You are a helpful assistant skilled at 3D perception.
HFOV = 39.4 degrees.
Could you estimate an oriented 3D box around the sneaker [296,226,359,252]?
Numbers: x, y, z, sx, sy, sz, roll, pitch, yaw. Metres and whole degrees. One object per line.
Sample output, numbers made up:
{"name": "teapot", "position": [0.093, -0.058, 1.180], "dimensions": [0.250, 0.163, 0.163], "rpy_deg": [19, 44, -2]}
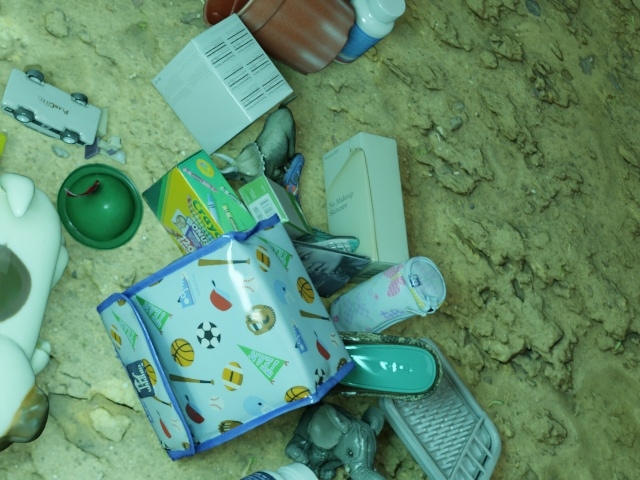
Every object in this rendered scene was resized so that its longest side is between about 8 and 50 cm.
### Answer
{"name": "sneaker", "position": [0.000, 0.000, 1.959], "dimensions": [0.166, 0.065, 0.076], "rpy_deg": [-7, 54, 6]}

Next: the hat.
{"name": "hat", "position": [-0.384, -0.083, 1.670], "dimensions": [0.173, 0.183, 0.208], "rpy_deg": [40, 53, -18]}

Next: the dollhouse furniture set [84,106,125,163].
{"name": "dollhouse furniture set", "position": [-0.406, -0.212, 1.782], "dimensions": [0.081, 0.091, 0.114], "rpy_deg": [24, 55, -45]}

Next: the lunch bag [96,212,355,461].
{"name": "lunch bag", "position": [-0.195, 0.186, 1.582], "dimensions": [0.327, 0.385, 0.239], "rpy_deg": [65, 26, 2]}

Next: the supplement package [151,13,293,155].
{"name": "supplement package", "position": [-0.208, -0.326, 1.890], "dimensions": [0.203, 0.194, 0.149], "rpy_deg": [53, 51, -8]}

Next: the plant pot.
{"name": "plant pot", "position": [-0.082, -0.529, 2.040], "dimensions": [0.265, 0.272, 0.272], "rpy_deg": [30, 56, -34]}

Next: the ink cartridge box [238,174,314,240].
{"name": "ink cartridge box", "position": [-0.085, -0.055, 1.826], "dimensions": [0.109, 0.062, 0.209], "rpy_deg": [61, 9, 14]}

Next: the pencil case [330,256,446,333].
{"name": "pencil case", "position": [0.143, 0.133, 1.919], "dimensions": [0.113, 0.273, 0.124], "rpy_deg": [-7, 73, -45]}

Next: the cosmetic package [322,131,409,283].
{"name": "cosmetic package", "position": [0.101, -0.071, 2.042], "dimensions": [0.113, 0.160, 0.309], "rpy_deg": [8, 67, -35]}

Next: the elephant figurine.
{"name": "elephant figurine", "position": [0.056, 0.393, 1.769], "dimensions": [0.169, 0.239, 0.186], "rpy_deg": [-36, 95, -39]}

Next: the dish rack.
{"name": "dish rack", "position": [0.260, 0.409, 1.994], "dimensions": [0.333, 0.072, 0.285], "rpy_deg": [55, 36, -6]}

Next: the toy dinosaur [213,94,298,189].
{"name": "toy dinosaur", "position": [-0.097, -0.198, 1.874], "dimensions": [0.121, 0.160, 0.313], "rpy_deg": [33, 64, 10]}

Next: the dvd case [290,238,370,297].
{"name": "dvd case", "position": [-0.029, 0.062, 1.889], "dimensions": [0.221, 0.164, 0.018], "rpy_deg": [13, 51, -32]}

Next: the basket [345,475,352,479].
{"name": "basket", "position": [0.151, 0.572, 1.821], "dimensions": [0.227, 0.204, 0.154], "rpy_deg": [23, 43, -16]}

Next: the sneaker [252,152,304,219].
{"name": "sneaker", "position": [-0.081, -0.100, 1.981], "dimensions": [0.087, 0.083, 0.221], "rpy_deg": [40, 58, -34]}

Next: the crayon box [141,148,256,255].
{"name": "crayon box", "position": [-0.217, -0.024, 1.782], "dimensions": [0.081, 0.165, 0.278], "rpy_deg": [-40, 97, -39]}

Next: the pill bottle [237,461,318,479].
{"name": "pill bottle", "position": [-0.128, 0.513, 1.643], "dimensions": [0.265, 0.153, 0.153], "rpy_deg": [-16, 82, -39]}

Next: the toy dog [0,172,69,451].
{"name": "toy dog", "position": [-0.511, 0.132, 1.371], "dimensions": [0.285, 0.395, 0.408], "rpy_deg": [25, 50, -37]}

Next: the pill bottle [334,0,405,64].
{"name": "pill bottle", "position": [0.104, -0.532, 2.184], "dimensions": [0.124, 0.221, 0.124], "rpy_deg": [14, 65, -32]}

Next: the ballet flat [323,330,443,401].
{"name": "ballet flat", "position": [0.000, 0.245, 1.805], "dimensions": [0.483, 0.182, 0.164], "rpy_deg": [7, 81, -5]}

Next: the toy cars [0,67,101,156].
{"name": "toy cars", "position": [-0.592, -0.210, 1.637], "dimensions": [0.394, 0.087, 0.176], "rpy_deg": [-26, 94, -43]}
